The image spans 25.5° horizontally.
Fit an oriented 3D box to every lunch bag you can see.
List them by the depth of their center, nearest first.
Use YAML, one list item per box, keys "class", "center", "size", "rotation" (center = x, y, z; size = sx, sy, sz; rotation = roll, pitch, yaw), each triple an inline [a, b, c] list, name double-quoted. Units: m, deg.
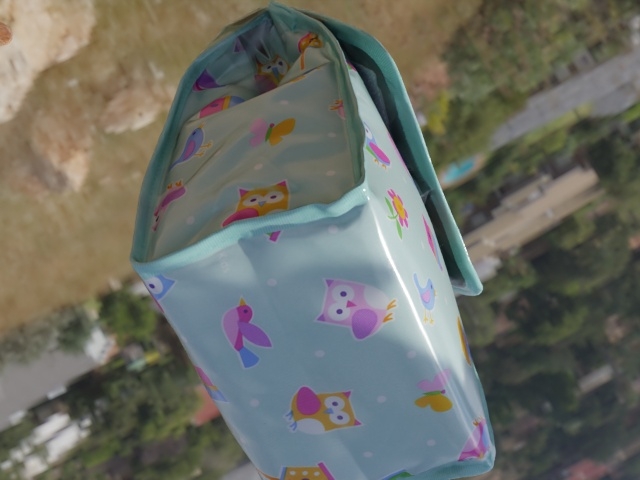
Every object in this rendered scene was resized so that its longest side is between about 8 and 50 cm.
- class: "lunch bag"
  center: [0.000, 0.000, 0.852]
  size: [0.160, 0.262, 0.223]
  rotation: [-19, 122, 11]

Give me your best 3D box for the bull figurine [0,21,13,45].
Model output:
- class: "bull figurine"
  center: [-0.287, -0.211, 0.978]
  size: [0.101, 0.188, 0.310]
  rotation: [0, -170, 0]
